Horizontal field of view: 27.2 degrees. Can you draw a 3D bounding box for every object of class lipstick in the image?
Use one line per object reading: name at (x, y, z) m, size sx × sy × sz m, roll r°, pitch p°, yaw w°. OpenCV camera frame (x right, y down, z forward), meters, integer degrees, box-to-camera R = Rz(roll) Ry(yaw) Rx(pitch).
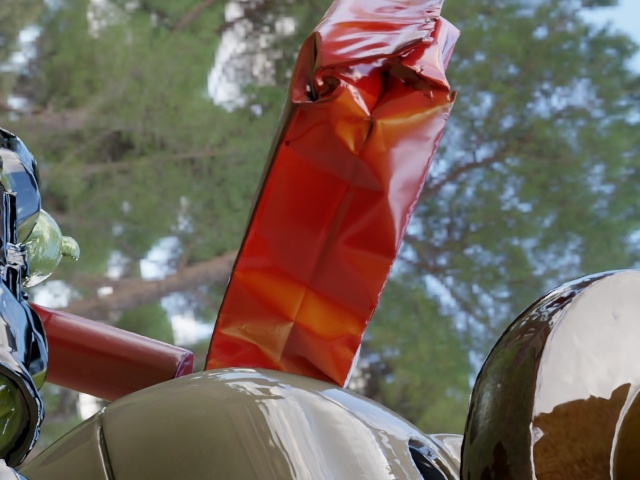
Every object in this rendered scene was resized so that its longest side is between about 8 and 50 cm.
lipstick at (-0.258, 0.096, 1.233) m, size 0.073 × 0.280 × 0.073 m, roll 16°, pitch 90°, yaw -81°

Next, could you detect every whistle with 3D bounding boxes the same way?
whistle at (-0.306, -0.007, 1.196) m, size 0.227 × 0.105 × 0.085 m, roll 36°, pitch 55°, yaw -67°

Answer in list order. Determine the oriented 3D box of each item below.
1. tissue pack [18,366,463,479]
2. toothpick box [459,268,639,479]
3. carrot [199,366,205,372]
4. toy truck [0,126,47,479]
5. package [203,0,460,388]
tissue pack at (-0.002, 0.254, 0.644) m, size 0.267 × 0.277 × 0.387 m, roll 41°, pitch 16°, yaw -55°
toothpick box at (0.179, 0.070, 0.400) m, size 0.294 × 0.192 × 0.192 m, roll -31°, pitch -115°, yaw 42°
carrot at (-0.060, 0.189, 1.403) m, size 0.302 × 0.114 × 0.114 m, roll -139°, pitch -133°, yaw -71°
toy truck at (-0.144, 0.094, 0.409) m, size 0.127 × 0.127 × 0.257 m, roll -115°, pitch -155°, yaw -58°
package at (0.001, -0.001, 1.068) m, size 0.196 × 0.123 × 0.423 m, roll -69°, pitch 178°, yaw -63°
